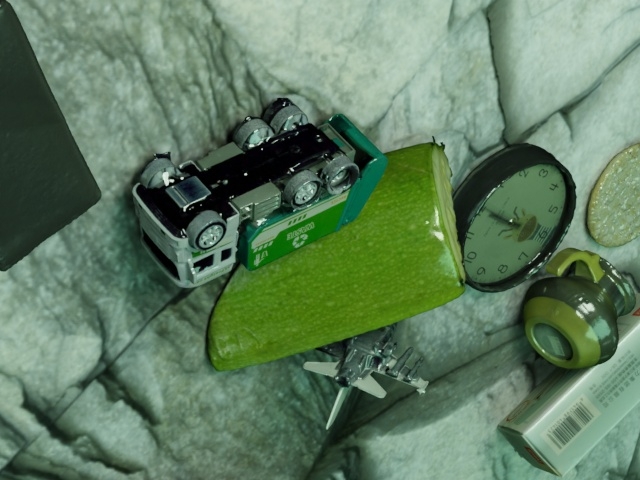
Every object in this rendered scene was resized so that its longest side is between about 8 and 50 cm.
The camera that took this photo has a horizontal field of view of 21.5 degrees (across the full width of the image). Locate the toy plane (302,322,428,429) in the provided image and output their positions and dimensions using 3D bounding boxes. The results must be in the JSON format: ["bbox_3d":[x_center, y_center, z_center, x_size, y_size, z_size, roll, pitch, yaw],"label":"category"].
[{"bbox_3d":[0.052,0.114,1.827,0.234,0.160,0.082,-53,159,-56],"label":"toy plane"}]

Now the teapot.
[{"bbox_3d":[0.312,0.074,2.042,0.119,0.130,0.165,-44,136,-29],"label":"teapot"}]

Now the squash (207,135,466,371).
[{"bbox_3d":[0.000,0.000,1.780,0.289,0.203,0.111,-16,141,14],"label":"squash"}]

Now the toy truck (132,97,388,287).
[{"bbox_3d":[-0.056,-0.046,1.641,0.253,0.114,0.124,-27,144,-25],"label":"toy truck"}]

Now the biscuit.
[{"bbox_3d":[0.384,-0.059,2.084,0.152,0.020,0.152,-22,130,-29],"label":"biscuit"}]

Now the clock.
[{"bbox_3d":[0.220,-0.023,1.949,0.185,0.040,0.184,-23,132,-28],"label":"clock"}]

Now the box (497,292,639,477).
[{"bbox_3d":[0.355,0.178,2.136,0.269,0.135,0.079,-43,95,-7],"label":"box"}]

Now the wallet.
[{"bbox_3d":[-0.281,-0.090,1.470,0.124,0.025,0.244,-37,135,-16],"label":"wallet"}]
